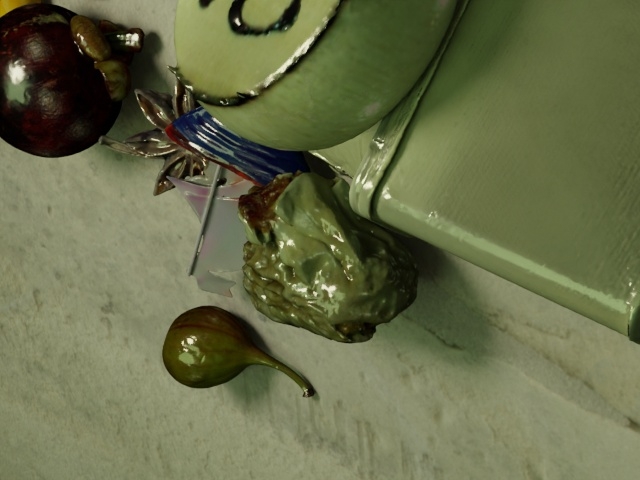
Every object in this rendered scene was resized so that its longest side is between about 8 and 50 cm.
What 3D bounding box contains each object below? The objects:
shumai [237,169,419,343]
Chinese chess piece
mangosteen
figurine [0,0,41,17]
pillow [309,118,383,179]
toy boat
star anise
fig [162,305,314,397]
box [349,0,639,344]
[{"bbox_3d":[0.000,0.002,2.019,0.256,0.189,0.218,11,130,49],"label":"shumai"},{"bbox_3d":[-0.011,-0.269,1.698,0.349,0.146,0.349,-27,51,39],"label":"Chinese chess piece"},{"bbox_3d":[-0.362,-0.238,2.273,0.265,0.228,0.228,-25,92,19],"label":"mangosteen"},{"bbox_3d":[-0.500,-0.324,2.427,0.156,0.131,0.246,66,151,18],"label":"figurine"},{"bbox_3d":[0.022,-0.205,1.936,0.281,0.076,0.274,30,134,23],"label":"pillow"},{"bbox_3d":[-0.102,-0.040,2.154,0.219,0.072,0.318,8,124,21],"label":"toy boat"},{"bbox_3d":[-0.185,-0.136,2.230,0.262,0.081,0.230,4,122,30],"label":"star anise"},{"bbox_3d":[-0.116,0.174,2.319,0.236,0.124,0.124,18,124,20],"label":"fig"},{"bbox_3d":[0.259,-0.111,1.642,0.344,0.177,0.352,28,93,29],"label":"box"}]
